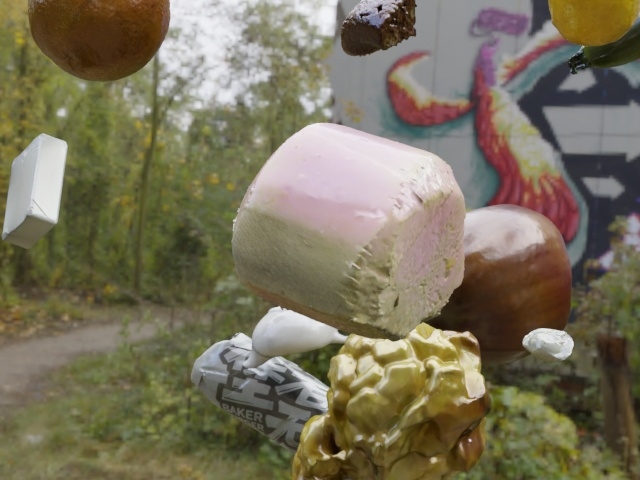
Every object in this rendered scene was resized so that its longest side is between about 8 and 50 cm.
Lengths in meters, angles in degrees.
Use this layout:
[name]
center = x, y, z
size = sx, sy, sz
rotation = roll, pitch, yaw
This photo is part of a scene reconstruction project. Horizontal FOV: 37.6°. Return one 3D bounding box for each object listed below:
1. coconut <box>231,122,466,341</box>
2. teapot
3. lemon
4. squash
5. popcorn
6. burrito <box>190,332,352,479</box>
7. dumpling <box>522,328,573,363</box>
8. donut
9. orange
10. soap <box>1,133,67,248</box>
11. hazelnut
[coconut]
center = 0.021, -0.009, 1.025
size = 0.245, 0.233, 0.233
rotation = 23, 11, 35
[teapot]
center = -0.036, 0.153, 1.593
size = 0.226, 0.092, 0.145
rotation = -12, 3, 20
[lemon]
center = 0.337, -0.308, 1.153
size = 0.114, 0.155, 0.114
rotation = -6, 40, 5
[squash]
center = 0.554, -0.364, 1.614
size = 0.087, 0.087, 0.331
rotation = 4, -21, -37
[popcorn]
center = 0.099, 0.251, 1.329
size = 0.265, 0.332, 0.225
rotation = 43, 8, -44
[burrito]
center = -0.032, 0.309, 1.669
size = 0.445, 0.139, 0.101
rotation = 29, -7, 20
[dumpling]
center = 0.358, 0.160, 1.472
size = 0.052, 0.057, 0.076
rotation = 32, -15, -9
[donut]
center = 0.110, -0.453, 1.948
size = 0.187, 0.126, 0.144
rotation = 27, -23, 40
[orange]
center = -0.409, -0.418, 1.734
size = 0.264, 0.264, 0.264
rotation = 4, 0, 0
[soap]
center = -0.527, -0.091, 1.730
size = 0.064, 0.183, 0.121
rotation = 22, -37, -35
[hazelnut]
center = 0.329, 0.094, 1.889
size = 0.366, 0.365, 0.366
rotation = 4, 0, 0
